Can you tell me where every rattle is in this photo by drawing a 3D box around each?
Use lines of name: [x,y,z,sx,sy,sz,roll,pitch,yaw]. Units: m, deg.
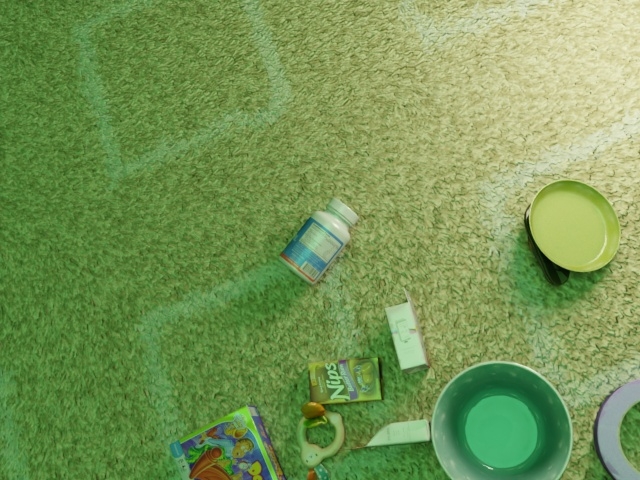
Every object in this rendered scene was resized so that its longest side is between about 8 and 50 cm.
rattle: [-0.011,0.512,1.841,0.130,0.143,0.199,17,74,-1]

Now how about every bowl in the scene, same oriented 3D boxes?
bowl: [0.419,0.445,1.734,0.311,0.163,0.311,-3,74,13]

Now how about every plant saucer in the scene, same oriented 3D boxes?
plant saucer: [0.620,-0.033,1.839,0.241,0.037,0.241,4,71,-10]

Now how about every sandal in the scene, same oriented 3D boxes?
sandal: [0.561,0.009,1.868,0.090,0.060,0.219,-15,81,-16]

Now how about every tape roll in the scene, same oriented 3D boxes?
tape roll: [0.767,0.449,1.686,0.275,0.090,0.275,-4,74,13]

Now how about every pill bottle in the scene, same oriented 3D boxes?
pill bottle: [0.000,0.000,1.976,0.124,0.124,0.221,37,86,20]

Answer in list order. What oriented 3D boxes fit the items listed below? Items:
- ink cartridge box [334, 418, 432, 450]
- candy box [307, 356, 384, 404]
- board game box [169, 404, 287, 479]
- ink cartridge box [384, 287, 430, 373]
ink cartridge box: [0.159,0.467,1.784,0.225,0.181,0.056,-8,73,14]
candy box: [0.065,0.361,1.904,0.187,0.053,0.109,-8,75,13]
board game box: [-0.209,0.627,1.888,0.233,0.078,0.347,-28,71,5]
ink cartridge box: [0.214,0.226,1.868,0.067,0.115,0.198,-16,71,10]
